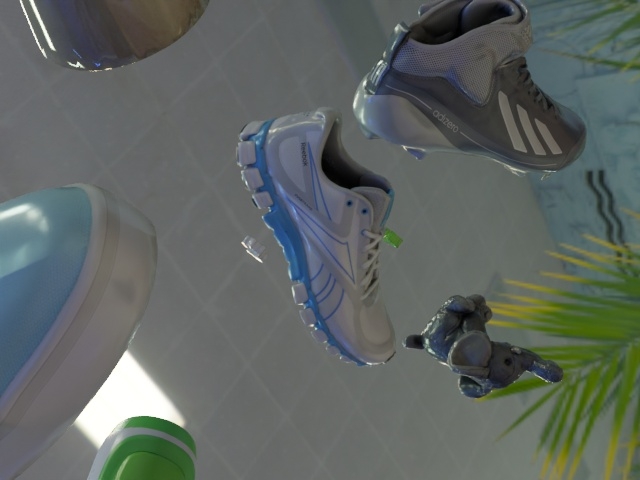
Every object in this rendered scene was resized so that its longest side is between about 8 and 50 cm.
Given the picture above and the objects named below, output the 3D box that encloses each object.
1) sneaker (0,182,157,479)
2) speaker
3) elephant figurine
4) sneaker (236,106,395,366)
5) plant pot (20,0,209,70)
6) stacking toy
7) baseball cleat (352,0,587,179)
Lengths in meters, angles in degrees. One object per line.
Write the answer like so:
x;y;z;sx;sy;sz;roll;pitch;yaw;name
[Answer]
-0.250;0.062;0.345;0.150;0.366;0.135;46;-158;-50;sneaker
-0.227;0.351;0.883;0.131;0.131;0.296;55;-152;-32;speaker
0.314;0.229;1.523;0.169;0.239;0.186;11;-56;-33;elephant figurine
0.018;-0.001;0.520;0.190;0.083;0.071;64;-150;-15;sneaker
-0.301;-0.402;0.979;0.256;0.256;0.274;-63;-26;-28;plant pot
0.000;0.000;1.303;0.167;0.221;0.052;-51;-20;-14;stacking toy
0.120;-0.095;0.491;0.206;0.072;0.109;-4;-43;-38;baseball cleat
